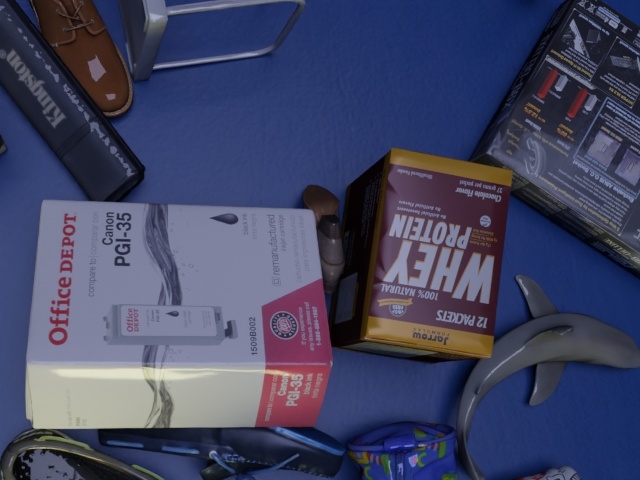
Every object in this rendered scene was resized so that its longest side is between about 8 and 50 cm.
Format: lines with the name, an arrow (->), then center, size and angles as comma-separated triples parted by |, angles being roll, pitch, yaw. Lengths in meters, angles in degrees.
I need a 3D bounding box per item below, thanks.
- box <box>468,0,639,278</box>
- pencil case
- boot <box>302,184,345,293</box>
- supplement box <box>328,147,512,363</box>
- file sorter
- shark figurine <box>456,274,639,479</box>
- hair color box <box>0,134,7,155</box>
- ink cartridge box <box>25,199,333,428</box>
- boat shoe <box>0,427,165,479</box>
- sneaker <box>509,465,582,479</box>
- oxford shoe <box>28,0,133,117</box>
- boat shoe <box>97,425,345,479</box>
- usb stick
box -> 0.365, -0.111, 1.218 | 0.307, 0.076, 0.242 | 32, 78, -5
pencil case -> 0.106, 0.344, 1.075 | 0.119, 0.133, 0.306 | -9, 83, 1
boot -> 0.000, 0.000, 1.140 | 0.042, 0.118, 0.087 | 0, 118, -11
supplement box -> 0.098, 0.024, 1.086 | 0.129, 0.194, 0.191 | 10, 80, -10
file sorter -> -0.134, -0.339, 1.096 | 0.173, 0.193, 0.277 | -10, 84, -15
shark figurine -> 0.230, 0.135, 1.132 | 0.278, 0.116, 0.166 | -32, 87, -20
hair color box -> -0.482, -0.018, 0.982 | 0.113, 0.185, 0.374 | 43, 77, -2
ink cartridge box -> -0.143, 0.074, 1.029 | 0.283, 0.117, 0.207 | 2, 49, -11
boat shoe -> -0.188, 0.288, 1.044 | 0.305, 0.091, 0.109 | 30, 78, -5
sneaker -> 0.273, 0.383, 1.123 | 0.145, 0.090, 0.270 | -20, 84, -11
oxford shoe -> -0.268, -0.230, 1.113 | 0.076, 0.076, 0.212 | -29, 90, -15
boat shoe -> -0.105, 0.211, 1.081 | 0.258, 0.109, 0.089 | 15, 86, 8
usb stick -> -0.291, -0.156, 1.102 | 0.077, 0.045, 0.278 | -38, 90, 28
